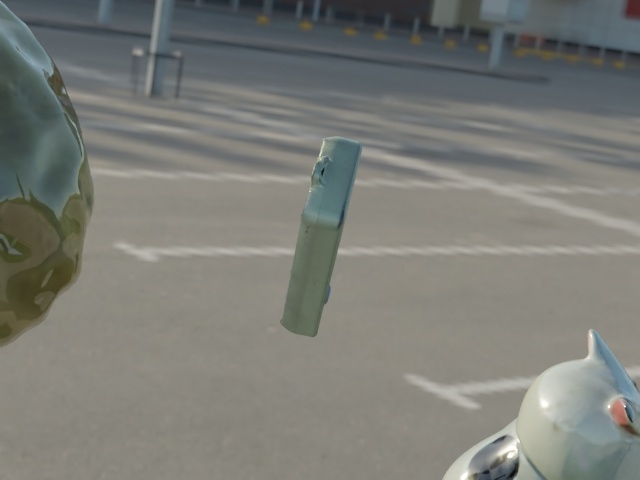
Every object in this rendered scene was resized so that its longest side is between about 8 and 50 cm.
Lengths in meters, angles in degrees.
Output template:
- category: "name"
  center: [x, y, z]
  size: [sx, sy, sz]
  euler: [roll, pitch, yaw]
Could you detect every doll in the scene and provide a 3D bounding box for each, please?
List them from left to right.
- category: "doll"
  center: [0.158, 0.159, 0.923]
  size: [0.107, 0.181, 0.110]
  euler: [28, 26, -30]

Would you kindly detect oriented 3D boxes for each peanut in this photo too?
- category: "peanut"
  center: [-0.195, -0.090, 0.524]
  size: [0.298, 0.120, 0.136]
  euler: [53, 10, -5]

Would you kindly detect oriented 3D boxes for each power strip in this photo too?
- category: "power strip"
  center: [0.000, 0.000, 0.509]
  size: [0.016, 0.040, 0.090]
  euler: [14, -35, 1]
